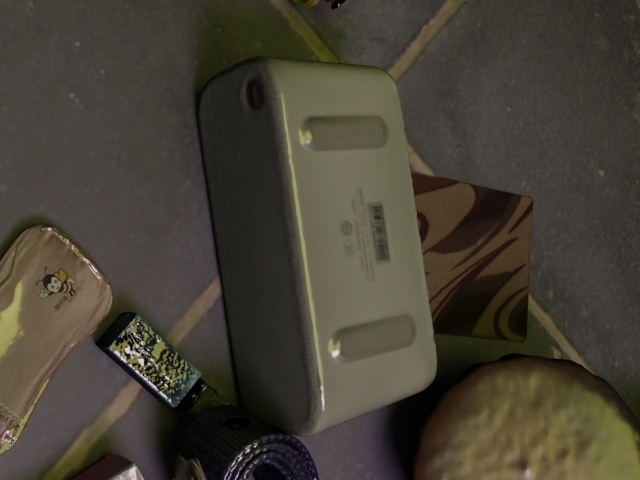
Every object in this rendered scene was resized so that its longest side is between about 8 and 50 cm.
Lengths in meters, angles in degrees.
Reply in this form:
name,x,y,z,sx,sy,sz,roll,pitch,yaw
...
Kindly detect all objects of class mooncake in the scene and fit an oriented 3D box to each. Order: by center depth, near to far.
name,x,y,z,sx,sy,sz,roll,pitch,yaw
mooncake,0.254,0.282,1.083,0.290,0.161,0.291,0,81,0

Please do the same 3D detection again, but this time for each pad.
name,x,y,z,sx,sy,sz,roll,pitch,yaw
pad,0.172,0.022,1.196,0.330,0.004,0.220,8,82,-31

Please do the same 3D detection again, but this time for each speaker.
name,x,y,z,sx,sy,sz,roll,pitch,yaw
speaker,0.000,0.000,0.993,0.184,0.183,0.407,-8,90,-36

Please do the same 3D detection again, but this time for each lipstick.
name,x,y,z,sx,sy,sz,roll,pitch,yaw
lipstick,-0.119,0.201,0.975,0.312,0.051,0.051,48,65,-20

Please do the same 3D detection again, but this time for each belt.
name,x,y,z,sx,sy,sz,roll,pitch,yaw
belt,-0.081,0.290,0.922,0.139,0.126,0.231,-21,114,-33

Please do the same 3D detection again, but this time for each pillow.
name,x,y,z,sx,sy,sz,roll,pitch,yaw
pillow,-0.308,0.101,0.875,0.131,0.038,0.233,46,63,-24

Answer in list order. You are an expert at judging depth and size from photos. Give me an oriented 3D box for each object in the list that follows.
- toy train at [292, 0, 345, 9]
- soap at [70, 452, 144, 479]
name,x,y,z,sx,sy,sz,roll,pitch,yaw
toy train,-0.041,-0.411,1.014,0.100,0.160,0.296,-44,108,-20
soap,-0.265,0.359,0.854,0.259,0.081,0.181,-31,103,-28
